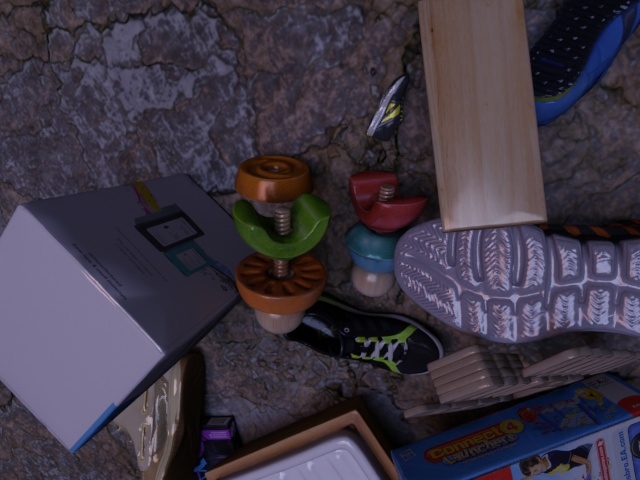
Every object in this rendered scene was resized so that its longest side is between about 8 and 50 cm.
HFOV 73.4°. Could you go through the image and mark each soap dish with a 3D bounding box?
[{"bbox_3d":[0.000,0.382,0.654,0.290,0.118,0.229,-31,96,21],"label":"soap dish"}]

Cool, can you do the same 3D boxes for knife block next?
[{"bbox_3d":[0.138,-0.177,0.398,0.088,0.276,0.242,-6,133,17],"label":"knife block"}]

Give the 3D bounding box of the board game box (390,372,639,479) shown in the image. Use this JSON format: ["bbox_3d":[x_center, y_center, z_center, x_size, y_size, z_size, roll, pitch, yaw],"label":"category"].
[{"bbox_3d":[0.275,0.361,0.531,0.301,0.086,0.309,-17,101,-4],"label":"board game box"}]

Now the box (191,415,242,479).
[{"bbox_3d":[-0.188,0.387,0.755,0.115,0.029,0.162,-9,104,18],"label":"box"}]

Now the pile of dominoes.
[{"bbox_3d":[0.222,0.142,0.471,0.196,0.251,0.040,-38,54,35],"label":"pile of dominoes"}]

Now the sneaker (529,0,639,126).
[{"bbox_3d":[0.281,-0.212,0.445,0.069,0.082,0.209,41,96,30],"label":"sneaker"}]

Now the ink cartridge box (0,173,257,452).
[{"bbox_3d":[-0.231,0.063,0.545,0.197,0.270,0.198,45,112,1],"label":"ink cartridge box"}]

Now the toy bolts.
[{"bbox_3d":[0.000,0.000,0.543,0.228,0.218,0.159,-6,122,-16],"label":"toy bolts"}]

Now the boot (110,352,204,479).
[{"bbox_3d":[-0.307,0.305,0.703,0.203,0.095,0.262,5,86,15],"label":"boot"}]

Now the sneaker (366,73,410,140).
[{"bbox_3d":[0.088,-0.160,0.526,0.035,0.031,0.083,27,115,-8],"label":"sneaker"}]

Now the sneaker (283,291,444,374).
[{"bbox_3d":[0.048,0.141,0.583,0.234,0.097,0.084,15,109,11],"label":"sneaker"}]

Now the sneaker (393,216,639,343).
[{"bbox_3d":[0.251,0.035,0.461,0.320,0.180,0.125,7,97,27],"label":"sneaker"}]
